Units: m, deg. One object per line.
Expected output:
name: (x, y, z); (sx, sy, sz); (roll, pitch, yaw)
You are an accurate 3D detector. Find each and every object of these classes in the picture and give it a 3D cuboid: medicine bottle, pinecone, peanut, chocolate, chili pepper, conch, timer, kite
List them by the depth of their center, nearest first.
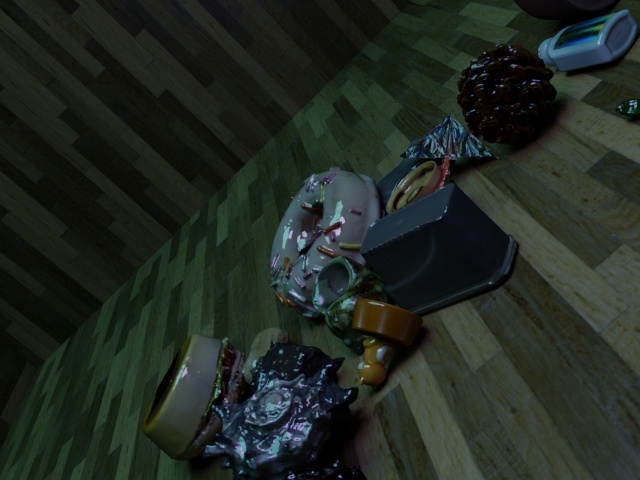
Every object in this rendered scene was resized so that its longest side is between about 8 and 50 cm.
chocolate: (0.019, 0.407, 1.191); (0.133, 0.156, 0.156); (-26, 13, -20)
conch: (-0.053, 0.306, 1.320); (0.312, 0.186, 0.240); (-14, -8, -45)
chili pepper: (0.585, -0.224, 1.337); (0.073, 0.050, 0.182); (-48, 16, 15)
timer: (0.107, 0.199, 1.425); (0.132, 0.132, 0.152); (-3, 67, 63)
conch: (0.065, 0.134, 1.591); (0.187, 0.124, 0.182); (-12, 44, 43)
pinecone: (0.397, -0.305, 1.657); (0.221, 0.221, 0.221); (-40, 20, 18)
medicine bottle: (0.583, -0.436, 1.709); (0.121, 0.083, 0.229); (-50, 21, -13)
peanut: (-0.117, 0.264, 1.758); (0.214, 0.098, 0.090); (-79, -8, -64)
kite: (0.298, -0.216, 1.766); (0.232, 0.009, 0.189); (-1, 60, 21)

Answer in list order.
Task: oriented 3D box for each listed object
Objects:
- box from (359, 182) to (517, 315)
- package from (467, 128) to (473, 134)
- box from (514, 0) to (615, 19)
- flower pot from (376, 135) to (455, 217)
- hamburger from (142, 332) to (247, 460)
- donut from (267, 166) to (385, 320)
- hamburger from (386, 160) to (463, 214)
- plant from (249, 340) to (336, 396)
box: (0.208, 0.019, 1.447); (0.274, 0.178, 0.138); (-27, 26, 42)
package: (0.392, -0.288, 1.890); (0.110, 0.033, 0.077); (-42, 29, 26)
box: (0.607, -0.690, 1.898); (0.301, 0.301, 0.216); (-50, 12, -11)
flower pot: (0.221, -0.140, 1.848); (0.229, 0.103, 0.108); (-52, 20, -12)
hamburger: (-0.280, 0.361, 1.769); (0.300, 0.176, 0.300); (-55, 14, 21)
donut: (0.000, 0.000, 1.833); (0.382, 0.142, 0.383); (-46, 31, 37)
hamburger: (0.236, -0.075, 1.632); (0.175, 0.137, 0.175); (-45, 18, 19)
plant: (-0.067, 0.283, 1.570); (0.194, 0.129, 0.132); (-19, 33, 48)
